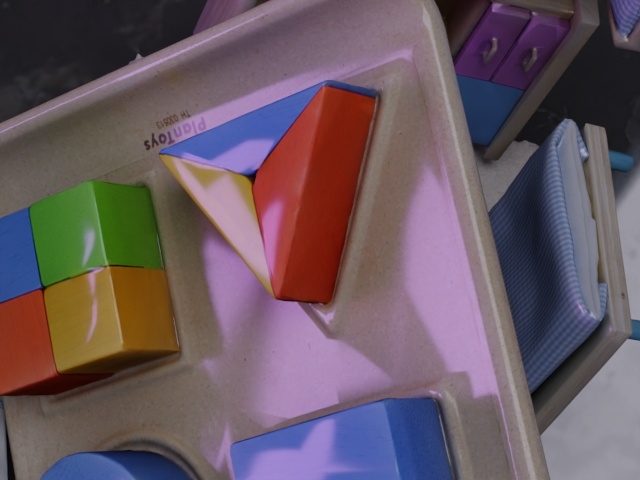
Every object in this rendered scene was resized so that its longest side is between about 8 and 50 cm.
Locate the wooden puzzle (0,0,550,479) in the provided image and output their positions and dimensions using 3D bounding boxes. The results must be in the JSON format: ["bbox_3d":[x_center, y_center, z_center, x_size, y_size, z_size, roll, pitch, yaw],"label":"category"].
[{"bbox_3d":[-0.054,0.071,0.943,0.080,0.322,0.347,-1,74,-57],"label":"wooden puzzle"}]

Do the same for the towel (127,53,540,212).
[{"bbox_3d":[0.000,0.000,1.126,0.282,0.049,0.187,13,65,-7],"label":"towel"}]

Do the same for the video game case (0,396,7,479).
[{"bbox_3d":[-0.254,0.051,0.976,0.042,0.232,0.210,-17,68,26],"label":"video game case"}]

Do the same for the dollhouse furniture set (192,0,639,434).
[{"bbox_3d":[0.057,-0.040,0.958,0.198,0.286,0.303,11,55,-16],"label":"dollhouse furniture set"}]
